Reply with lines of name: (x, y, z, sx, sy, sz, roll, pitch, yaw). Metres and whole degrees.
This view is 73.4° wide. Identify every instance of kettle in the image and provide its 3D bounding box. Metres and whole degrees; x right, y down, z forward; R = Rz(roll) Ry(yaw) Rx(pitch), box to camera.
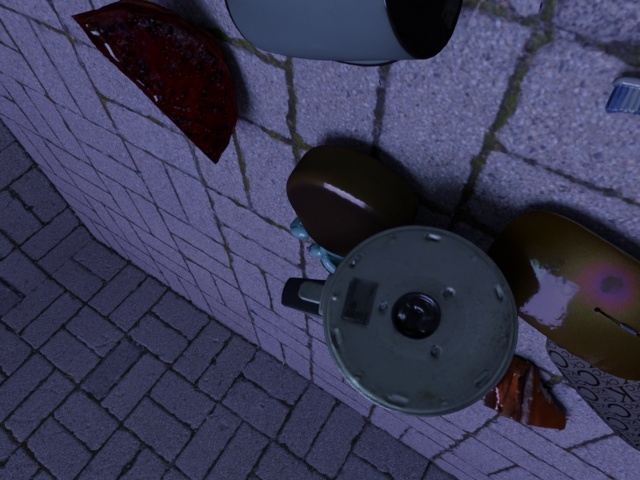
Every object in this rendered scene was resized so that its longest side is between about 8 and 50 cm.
kettle: (0.105, 0.135, 0.750, 0.362, 0.249, 0.376, 9, 168, 12)
kettle: (0.027, -0.269, 0.481, 0.237, 0.161, 0.221, 16, 176, 37)

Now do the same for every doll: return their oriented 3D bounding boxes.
doll: (0.000, 0.000, 0.999, 0.159, 0.059, 0.159, 30, 153, 15)

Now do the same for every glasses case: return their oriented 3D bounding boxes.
glasses case: (0.533, 0.264, 0.737, 0.354, 0.085, 0.137, 46, 149, -12)

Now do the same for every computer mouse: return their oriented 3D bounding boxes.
computer mouse: (0.385, 0.082, 0.603, 0.310, 0.072, 0.158, 35, 120, 5)

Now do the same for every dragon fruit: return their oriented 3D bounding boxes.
dragon fruit: (-0.269, -0.317, 0.772, 0.205, 0.152, 0.317, 38, 173, 42)

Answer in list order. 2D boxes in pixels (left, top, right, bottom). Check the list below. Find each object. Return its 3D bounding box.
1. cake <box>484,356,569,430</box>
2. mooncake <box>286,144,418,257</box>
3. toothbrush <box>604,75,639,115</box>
cake: (0.470, 0.352, 0.961, 0.098, 0.135, 0.287, -6, 150, 47)
mooncake: (0.063, -0.063, 0.767, 0.235, 0.117, 0.234, 23, 150, 14)
toothbrush: (0.458, -0.086, 0.359, 0.386, 0.040, 0.040, 22, 148, 23)
